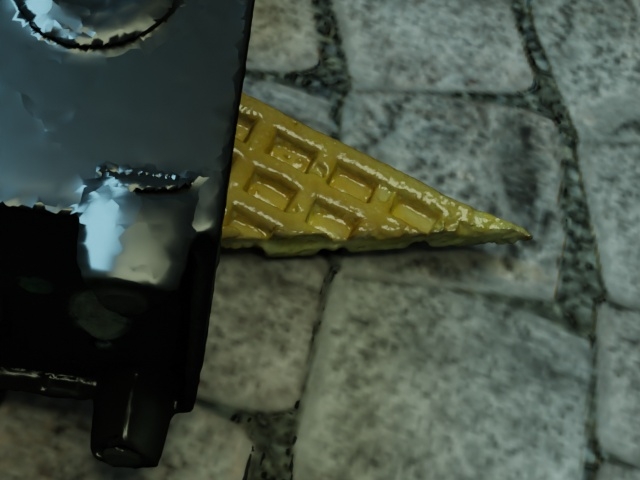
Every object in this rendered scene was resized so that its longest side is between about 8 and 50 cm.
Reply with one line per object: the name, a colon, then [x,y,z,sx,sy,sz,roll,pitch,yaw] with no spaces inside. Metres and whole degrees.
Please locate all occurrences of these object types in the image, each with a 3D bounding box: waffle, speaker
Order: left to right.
speaker: [-0.149,-0.062,0.633,0.232,0.184,0.254,8,58,-2]
waffle: [0.000,0.000,0.749,0.191,0.032,0.125,27,52,4]
